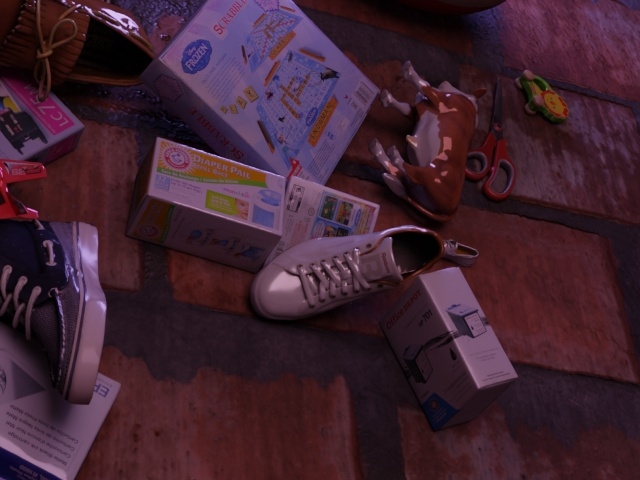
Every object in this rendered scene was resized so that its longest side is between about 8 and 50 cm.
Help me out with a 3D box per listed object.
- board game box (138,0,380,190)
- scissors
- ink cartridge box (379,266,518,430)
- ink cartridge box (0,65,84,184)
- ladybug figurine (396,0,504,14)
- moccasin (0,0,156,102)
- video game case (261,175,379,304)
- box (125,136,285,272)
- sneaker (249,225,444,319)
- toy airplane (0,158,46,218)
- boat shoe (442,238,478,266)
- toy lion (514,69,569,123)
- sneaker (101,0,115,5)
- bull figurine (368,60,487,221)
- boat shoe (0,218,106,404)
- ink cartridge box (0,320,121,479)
[{"bbox_3d":[-0.084,-0.243,1.997,0.318,0.066,0.318,44,44,-14],"label":"board game box"},{"bbox_3d":[0.319,-0.180,2.264,0.109,0.021,0.297,31,46,-2],"label":"scissors"},{"bbox_3d":[0.182,0.156,1.844,0.082,0.139,0.190,-12,62,-34],"label":"ink cartridge box"},{"bbox_3d":[-0.497,-0.145,1.745,0.186,0.065,0.311,45,49,9],"label":"ink cartridge box"},{"bbox_3d":[0.175,-0.546,2.359,0.449,0.162,0.305,22,48,-13],"label":"ladybug figurine"},{"bbox_3d":[-0.378,-0.281,1.803,0.147,0.139,0.380,45,17,28],"label":"moccasin"},{"bbox_3d":[0.000,0.000,1.886,0.143,0.019,0.157,18,79,-11],"label":"video game case"},{"bbox_3d":[-0.163,-0.050,1.829,0.203,0.103,0.114,16,50,-18],"label":"box"},{"bbox_3d":[0.041,0.035,1.818,0.290,0.123,0.106,-20,92,-15],"label":"sneaker"},{"bbox_3d":[-0.414,-0.072,1.664,0.151,0.028,0.151,22,29,-13],"label":"toy airplane"},{"bbox_3d":[0.206,0.012,2.039,0.100,0.035,0.035,21,49,-14],"label":"boat shoe"},{"bbox_3d":[0.417,-0.263,2.375,0.096,0.034,0.100,8,52,-33],"label":"toy lion"},{"bbox_3d":[-0.400,-0.364,1.937,0.162,0.106,0.281,38,46,-3],"label":"sneaker"},{"bbox_3d":[0.184,-0.178,2.111,0.188,0.101,0.310,29,48,-25],"label":"bull figurine"},{"bbox_3d":[-0.355,0.079,1.571,0.158,0.127,0.340,9,25,-17],"label":"boat shoe"},{"bbox_3d":[-0.383,0.214,1.543,0.223,0.045,0.224,28,47,-8],"label":"ink cartridge box"}]
